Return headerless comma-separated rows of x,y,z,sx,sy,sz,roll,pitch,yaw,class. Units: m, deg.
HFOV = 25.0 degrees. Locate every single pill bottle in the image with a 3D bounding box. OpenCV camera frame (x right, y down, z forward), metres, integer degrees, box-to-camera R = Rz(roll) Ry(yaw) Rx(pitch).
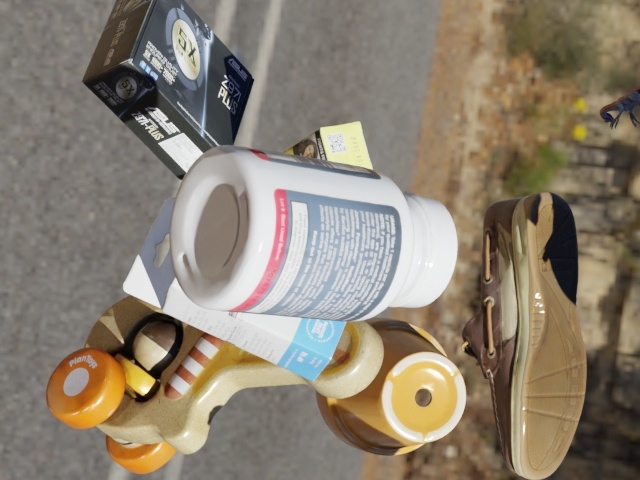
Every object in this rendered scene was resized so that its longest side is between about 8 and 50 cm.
0.000,0.000,0.970,0.180,0.108,0.108,8,90,-37,pill bottle

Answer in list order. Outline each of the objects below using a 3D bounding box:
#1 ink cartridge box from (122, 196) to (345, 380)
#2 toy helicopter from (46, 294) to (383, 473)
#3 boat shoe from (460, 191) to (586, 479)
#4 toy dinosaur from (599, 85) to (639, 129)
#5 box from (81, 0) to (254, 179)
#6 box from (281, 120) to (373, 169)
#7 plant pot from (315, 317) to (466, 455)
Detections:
-0.061,0.028,1.197,0.060,0.180,0.104,122,-8,-63,ink cartridge box
-0.093,0.105,1.466,0.140,0.355,0.235,49,47,-45,toy helicopter
0.237,0.115,1.747,0.123,0.123,0.342,3,85,-44,boat shoe
0.409,-0.181,1.899,0.047,0.082,0.090,27,74,-49,toy dinosaur
-0.173,-0.186,1.679,0.180,0.077,0.147,47,40,-33,box
-0.027,-0.054,1.614,0.058,0.232,0.087,-10,81,-33,box
0.116,0.219,2.098,0.188,0.205,0.205,180,-82,-73,plant pot
